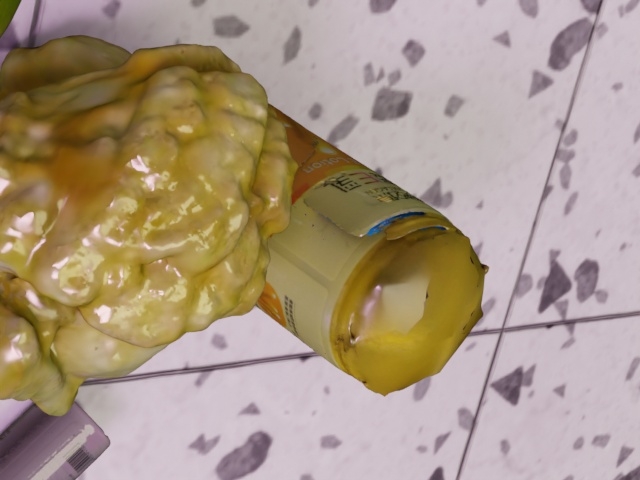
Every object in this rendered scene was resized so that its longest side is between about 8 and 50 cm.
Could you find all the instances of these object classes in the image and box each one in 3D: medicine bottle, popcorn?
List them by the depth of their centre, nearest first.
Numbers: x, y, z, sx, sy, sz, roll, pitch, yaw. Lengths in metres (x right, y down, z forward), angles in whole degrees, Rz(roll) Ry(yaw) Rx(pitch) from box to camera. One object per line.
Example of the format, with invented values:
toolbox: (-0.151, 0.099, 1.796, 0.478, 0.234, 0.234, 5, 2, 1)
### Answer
popcorn: (-0.134, -0.012, 1.114, 0.256, 0.255, 0.195, -26, 111, 29)
medicine bottle: (0.000, 0.000, 1.231, 0.124, 0.239, 0.124, -24, 130, -32)
medicine bottle: (-0.229, 0.184, 1.280, 0.199, 0.057, 0.057, -44, 136, -10)

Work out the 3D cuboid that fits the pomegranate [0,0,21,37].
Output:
pomegranate: (-0.257, -0.169, 0.907, 0.260, 0.260, 0.340, 49, 51, -47)
